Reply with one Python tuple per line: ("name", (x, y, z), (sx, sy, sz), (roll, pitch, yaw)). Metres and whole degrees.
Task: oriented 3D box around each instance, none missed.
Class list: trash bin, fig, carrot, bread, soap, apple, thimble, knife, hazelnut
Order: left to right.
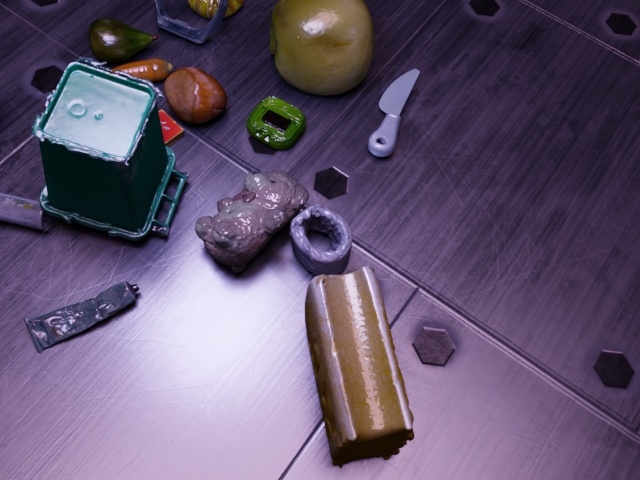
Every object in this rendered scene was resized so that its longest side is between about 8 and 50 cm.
("trash bin", (-0.445, -0.177, 1.402), (0.295, 0.381, 0.259), (18, 68, -7))
("carrot", (-0.522, -0.428, 1.708), (0.271, 0.062, 0.066), (-15, 90, -11))
("fig", (-0.525, -0.529, 1.738), (0.178, 0.117, 0.117), (-4, 63, -25))
("hazelnut", (-0.313, -0.376, 1.659), (0.150, 0.150, 0.150), (2, 64, -4))
("bread", (-0.302, -0.671, 1.838), (0.157, 0.083, 0.094), (11, 76, 0))
("apple", (0.001, -0.549, 1.711), (0.258, 0.233, 0.295), (-9, 65, -12))
("thimble", (0.003, 0.001, 1.509), (0.127, 0.118, 0.151), (-41, 74, -18))
("soap", (0.069, 0.258, 1.294), (0.156, 0.293, 0.334), (-9, 66, -6))
("knife", (0.193, -0.354, 1.745), (0.080, 0.044, 0.331), (15, 58, 10))

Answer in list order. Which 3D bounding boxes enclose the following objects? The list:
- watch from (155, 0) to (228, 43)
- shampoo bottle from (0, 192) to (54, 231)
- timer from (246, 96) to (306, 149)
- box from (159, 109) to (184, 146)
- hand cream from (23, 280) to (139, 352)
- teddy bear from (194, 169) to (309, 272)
("watch", (-0.357, -0.652, 1.776), (0.206, 0.068, 0.192), (26, 104, 11))
("shampoo bottle", (-0.734, -0.078, 1.515), (0.214, 0.072, 0.072), (13, 64, 1))
("timer", (-0.114, -0.306, 1.687), (0.140, 0.047, 0.128), (31, 66, 10))
("box", (-0.426, -0.266, 1.656), (0.133, 0.023, 0.090), (-39, 75, -20))
("hand cream", (-0.516, 0.154, 1.427), (0.248, 0.052, 0.075), (-24, 68, -15))
("teddy bear", (-0.153, -0.058, 1.501), (0.236, 0.151, 0.267), (20, 63, 49))
